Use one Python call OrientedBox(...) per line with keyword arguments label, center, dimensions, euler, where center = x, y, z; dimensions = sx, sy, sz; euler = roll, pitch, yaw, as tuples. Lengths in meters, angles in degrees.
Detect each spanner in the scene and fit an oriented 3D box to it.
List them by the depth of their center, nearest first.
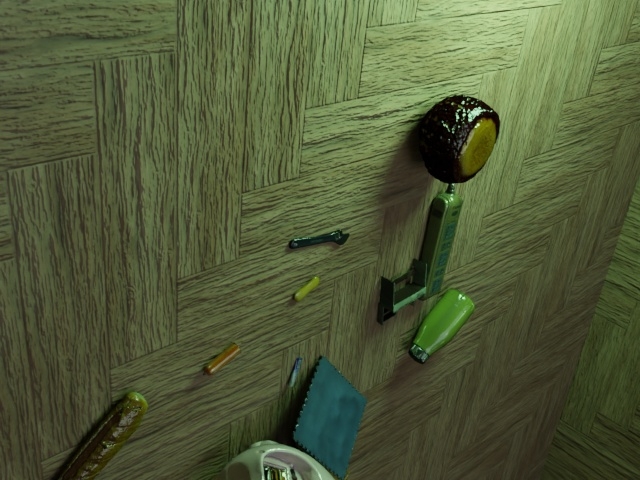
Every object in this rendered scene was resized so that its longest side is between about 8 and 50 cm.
OrientedBox(label="spanner", center=(0.000, 0.000, 1.876), dimensions=(0.208, 0.012, 0.046), euler=(-10, 122, -44))

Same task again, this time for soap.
OrientedBox(label="soap", center=(-0.036, 0.126, 1.921), dimensions=(0.089, 0.012, 0.034), euler=(-39, 138, -23))

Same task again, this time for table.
OrientedBox(label="table", center=(0.244, 0.161, 2.212), dimensions=(0.146, 0.062, 0.175), euler=(-26, 128, -35))

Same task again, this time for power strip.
OrientedBox(label="power strip", center=(0.358, 0.006, 2.230), dimensions=(0.092, 0.066, 0.387), euler=(-19, 127, -42))

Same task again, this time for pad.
OrientedBox(label="pad", center=(0.033, 0.503, 2.101), dimensions=(0.269, 0.012, 0.270), euler=(51, 46, -34))

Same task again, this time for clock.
OrientedBox(label="clock", center=(-0.085, 0.711, 1.957), dimensions=(0.376, 0.368, 0.250), euler=(25, 128, -32))

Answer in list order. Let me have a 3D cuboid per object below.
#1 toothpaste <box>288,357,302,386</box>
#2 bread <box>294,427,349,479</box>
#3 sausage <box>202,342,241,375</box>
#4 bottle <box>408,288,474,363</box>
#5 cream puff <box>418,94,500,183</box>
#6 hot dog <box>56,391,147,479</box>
OrientedBox(label="toothpaste", center=(-0.069, 0.361, 2.042), dimensions=(0.024, 0.015, 0.083), euler=(10, 101, -49))
OrientedBox(label="bread", center=(0.008, 0.640, 2.226), dimensions=(0.152, 0.119, 0.288), euler=(-32, 134, -26))
OrientedBox(label="sausage", center=(-0.241, 0.291, 1.792), dimensions=(0.107, 0.031, 0.031), euler=(-39, 138, -24))
OrientedBox(label="bottle", center=(0.384, 0.282, 2.402), dimensions=(0.260, 0.112, 0.112), euler=(-48, 141, -13))
OrientedBox(label="cream puff", center=(0.357, -0.271, 1.962), dimensions=(0.239, 0.165, 0.239), euler=(-32, 138, -34))
OrientedBox(label="hot dog", center=(-0.481, 0.458, 1.622), dimensions=(0.286, 0.061, 0.088), euler=(-53, 153, -5))
